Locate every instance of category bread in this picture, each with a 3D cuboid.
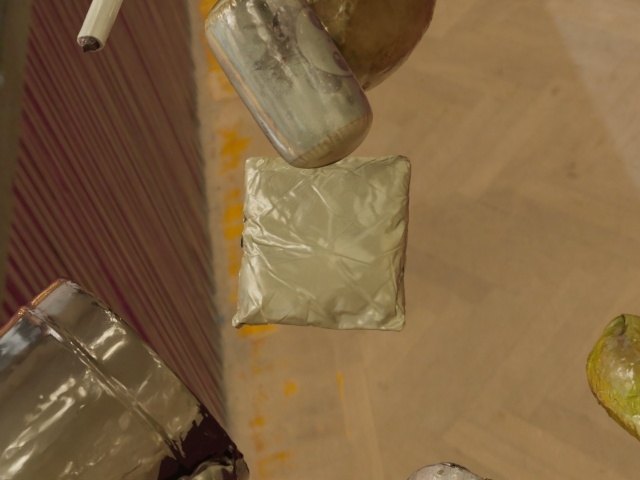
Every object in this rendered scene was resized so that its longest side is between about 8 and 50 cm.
[{"bbox_3d":[0.437,0.189,1.177,0.112,0.383,0.166,-57,33,26],"label":"bread"}]

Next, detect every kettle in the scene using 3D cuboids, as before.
[{"bbox_3d":[-0.216,0.237,0.835,0.321,0.228,0.324,34,68,33],"label":"kettle"}]

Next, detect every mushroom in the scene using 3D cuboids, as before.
[{"bbox_3d":[0.058,-0.344,1.584,0.217,0.292,0.212,-19,28,15],"label":"mushroom"}]

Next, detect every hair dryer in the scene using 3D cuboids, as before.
[{"bbox_3d":[-0.253,-0.330,1.443,0.131,0.073,0.236,17,56,-3],"label":"hair dryer"}]

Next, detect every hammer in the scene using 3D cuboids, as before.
[{"bbox_3d":[-0.022,-0.174,1.224,0.113,0.305,0.202,-30,91,7],"label":"hammer"}]

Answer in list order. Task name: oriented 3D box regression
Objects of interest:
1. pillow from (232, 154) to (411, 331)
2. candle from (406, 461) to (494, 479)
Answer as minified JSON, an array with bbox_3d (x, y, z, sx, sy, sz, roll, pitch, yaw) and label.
[{"bbox_3d":[0.001,0.001,1.748,0.274,0.076,0.281,1,79,13],"label":"pillow"},{"bbox_3d":[0.153,0.331,1.333,0.168,0.192,0.068,-6,48,38],"label":"candle"}]
